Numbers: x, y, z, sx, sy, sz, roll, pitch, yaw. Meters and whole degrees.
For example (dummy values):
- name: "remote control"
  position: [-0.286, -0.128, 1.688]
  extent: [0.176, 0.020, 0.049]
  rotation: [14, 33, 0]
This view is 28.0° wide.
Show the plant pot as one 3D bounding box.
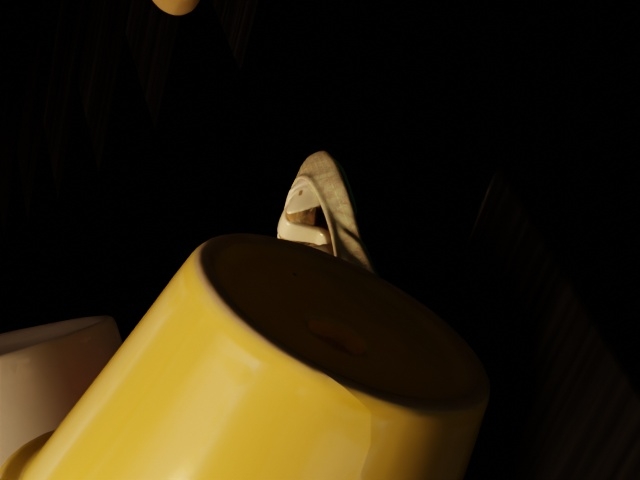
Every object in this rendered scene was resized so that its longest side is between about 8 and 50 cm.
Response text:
- name: "plant pot"
  position: [-0.038, 0.137, 0.664]
  extent: [0.239, 0.254, 0.254]
  rotation: [-64, 29, 18]

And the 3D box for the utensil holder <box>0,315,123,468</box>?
- name: "utensil holder"
  position: [-0.250, 0.275, 0.929]
  extent: [0.327, 0.327, 0.386]
  rotation: [175, 82, -68]

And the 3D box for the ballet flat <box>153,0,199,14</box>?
- name: "ballet flat"
  position: [-0.110, -0.309, 1.083]
  extent: [0.073, 0.080, 0.232]
  rotation: [9, 98, 53]

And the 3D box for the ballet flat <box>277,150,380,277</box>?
- name: "ballet flat"
  position: [0.000, 0.000, 0.804]
  extent: [0.168, 0.052, 0.057]
  rotation: [-111, 31, -45]
